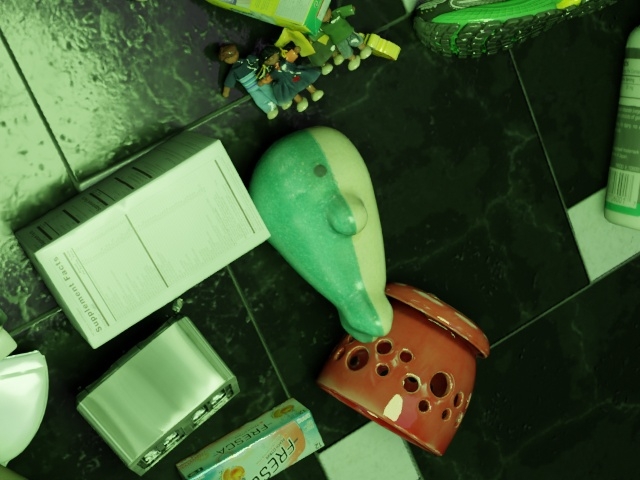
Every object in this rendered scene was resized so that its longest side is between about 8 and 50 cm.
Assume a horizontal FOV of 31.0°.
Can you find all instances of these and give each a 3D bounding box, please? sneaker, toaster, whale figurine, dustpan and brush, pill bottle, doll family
[{"bbox_3d":[0.269,-0.345,1.518,0.344,0.134,0.146,-24,84,-14],"label":"sneaker"},{"bbox_3d":[-0.190,0.179,1.364,0.168,0.185,0.110,-41,78,-13],"label":"toaster"},{"bbox_3d":[0.000,0.000,1.400,0.141,0.216,0.272,-17,84,-12],"label":"whale figurine"},{"bbox_3d":[-0.388,0.242,1.372,0.147,0.060,0.211,-10,97,-21],"label":"dustpan and brush"},{"bbox_3d":[0.516,-0.190,1.597,0.204,0.204,0.361,2,100,-24],"label":"pill bottle"},{"bbox_3d":[-0.038,-0.225,1.394,0.193,0.076,0.111,-41,127,9],"label":"doll family"}]

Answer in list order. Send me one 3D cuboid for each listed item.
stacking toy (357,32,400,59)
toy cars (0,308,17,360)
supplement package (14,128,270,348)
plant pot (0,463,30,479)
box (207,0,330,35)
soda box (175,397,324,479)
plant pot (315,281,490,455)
[{"bbox_3d":[0.030,-0.342,1.436,0.221,0.052,0.167,21,91,-25],"label":"stacking toy"},{"bbox_3d":[-0.526,0.054,1.254,0.394,0.087,0.176,13,85,-30],"label":"toy cars"},{"bbox_3d":[-0.209,-0.008,1.350,0.244,0.134,0.139,-33,111,-15],"label":"supplement package"},{"bbox_3d":[-0.428,0.345,1.239,0.280,0.323,0.323,42,81,0],"label":"plant pot"},{"bbox_3d":[-0.067,-0.313,1.353,0.043,0.179,0.105,23,89,-65],"label":"box"},{"bbox_3d":[-0.091,0.278,1.499,0.183,0.063,0.058,-28,110,-16],"label":"soda box"},{"bbox_3d":[0.117,0.162,1.500,0.191,0.191,0.174,36,82,-25],"label":"plant pot"}]
